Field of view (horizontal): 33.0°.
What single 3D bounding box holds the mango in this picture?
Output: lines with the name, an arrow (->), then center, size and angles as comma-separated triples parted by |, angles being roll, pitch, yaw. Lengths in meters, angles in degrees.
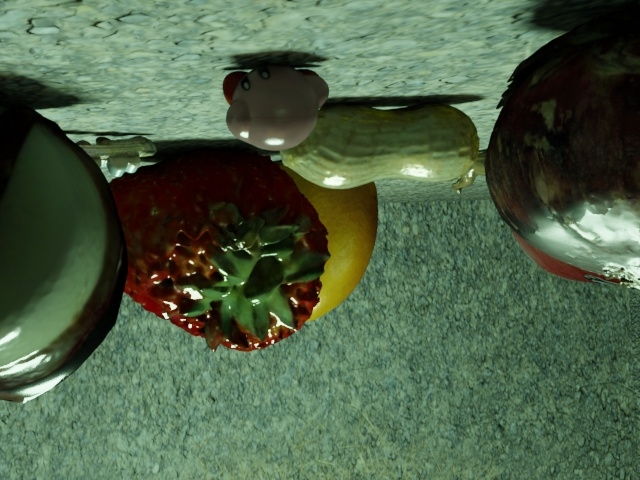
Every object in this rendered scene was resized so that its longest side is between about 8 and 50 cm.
mango -> 0.000, 0.000, 1.716 | 0.187, 0.257, 0.138 | -2, 179, -9

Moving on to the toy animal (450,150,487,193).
toy animal -> 0.263, -0.111, 1.714 | 0.086, 0.069, 0.220 | 21, 164, -23

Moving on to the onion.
onion -> 0.234, -0.059, 0.720 | 0.246, 0.190, 0.246 | 6, 161, 2

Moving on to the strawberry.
strawberry -> -0.157, -0.020, 1.508 | 0.312, 0.267, 0.351 | 27, -163, -28

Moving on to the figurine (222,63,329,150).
figurine -> -0.033, -0.104, 0.833 | 0.083, 0.067, 0.071 | -18, -160, 0

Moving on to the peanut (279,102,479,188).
peanut -> 0.060, -0.096, 1.090 | 0.207, 0.087, 0.087 | -2, 179, -9

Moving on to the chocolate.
chocolate -> -0.317, 0.007, 0.932 | 0.284, 0.283, 0.186 | -3, 178, 2

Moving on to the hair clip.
hair clip -> -0.281, -0.092, 1.205 | 0.214, 0.062, 0.056 | 0, 136, -46

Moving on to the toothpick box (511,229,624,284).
toothpick box -> 0.326, -0.050, 1.152 | 0.204, 0.204, 0.333 | -3, 180, -1
